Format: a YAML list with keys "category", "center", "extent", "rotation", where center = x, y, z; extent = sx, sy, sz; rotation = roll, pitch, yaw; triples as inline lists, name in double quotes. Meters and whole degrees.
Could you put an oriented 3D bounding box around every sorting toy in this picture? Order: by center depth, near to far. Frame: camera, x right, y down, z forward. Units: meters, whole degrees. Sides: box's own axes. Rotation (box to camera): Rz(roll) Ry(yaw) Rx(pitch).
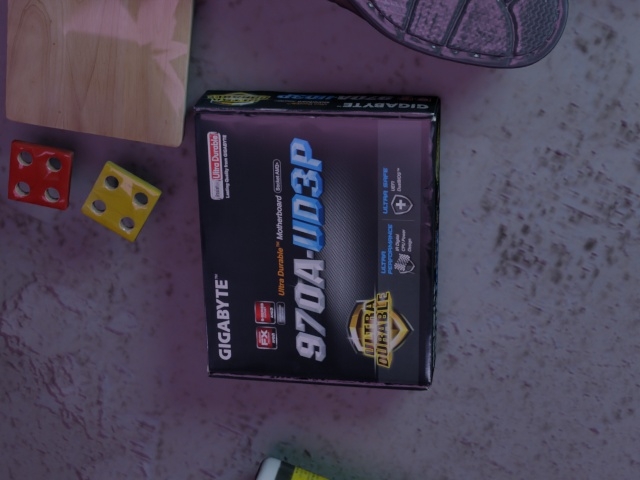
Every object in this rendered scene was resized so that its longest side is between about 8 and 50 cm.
- category: "sorting toy"
  center: [-0.156, -0.137, 0.968]
  extent: [0.132, 0.046, 0.275]
  rotation: [9, 113, 6]

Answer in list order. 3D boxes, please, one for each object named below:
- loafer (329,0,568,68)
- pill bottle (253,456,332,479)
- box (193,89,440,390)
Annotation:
- category: "loafer"
  center: [0.021, -0.205, 0.896]
  extent: [0.302, 0.095, 0.109]
  rotation: [22, 101, -4]
- category: "pill bottle"
  center: [0.030, 0.263, 1.063]
  extent: [0.208, 0.119, 0.119]
  rotation: [22, 114, 0]
- category: "box"
  center: [0.000, 0.000, 0.996]
  extent: [0.175, 0.051, 0.220]
  rotation: [3, 113, 8]
